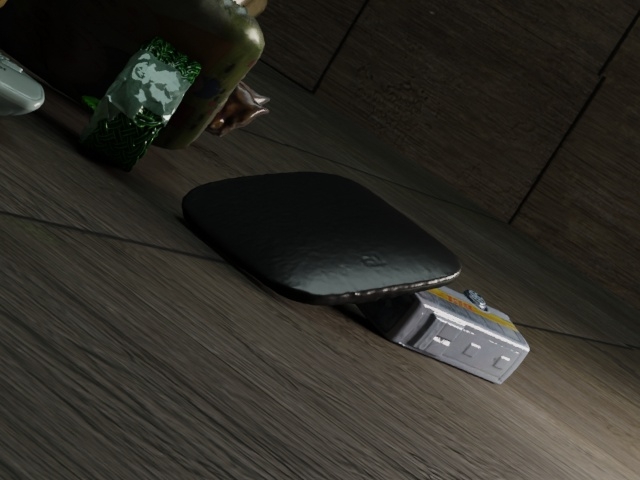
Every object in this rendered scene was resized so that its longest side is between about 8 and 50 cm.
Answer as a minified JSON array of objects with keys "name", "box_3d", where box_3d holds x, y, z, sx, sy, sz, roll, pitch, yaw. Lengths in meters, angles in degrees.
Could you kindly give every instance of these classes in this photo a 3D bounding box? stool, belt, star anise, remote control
[{"name":"stool","box_3d":[-0.181,-0.287,1.971,0.310,0.226,0.310,35,-30,-9]},{"name":"belt","box_3d":[-0.176,-0.130,1.832,0.079,0.121,0.151,34,25,-7]},{"name":"star anise","box_3d":[-0.157,-0.170,2.285,0.209,0.089,0.231,23,2,30]},{"name":"remote control","box_3d":[-0.319,-0.161,1.740,0.103,0.051,0.293,28,5,-23]}]

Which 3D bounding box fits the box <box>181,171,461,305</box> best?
[{"name":"box","box_3d":[0.000,0.000,1.778,0.212,0.042,0.201,-9,36,-38]}]

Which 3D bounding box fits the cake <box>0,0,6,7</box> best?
[{"name":"cake","box_3d":[-0.393,-0.278,1.538,0.286,0.227,0.222,40,7,36]}]

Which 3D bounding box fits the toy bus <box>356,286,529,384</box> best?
[{"name":"toy bus","box_3d":[0.117,0.081,1.870,0.190,0.064,0.075,23,23,-46]}]
